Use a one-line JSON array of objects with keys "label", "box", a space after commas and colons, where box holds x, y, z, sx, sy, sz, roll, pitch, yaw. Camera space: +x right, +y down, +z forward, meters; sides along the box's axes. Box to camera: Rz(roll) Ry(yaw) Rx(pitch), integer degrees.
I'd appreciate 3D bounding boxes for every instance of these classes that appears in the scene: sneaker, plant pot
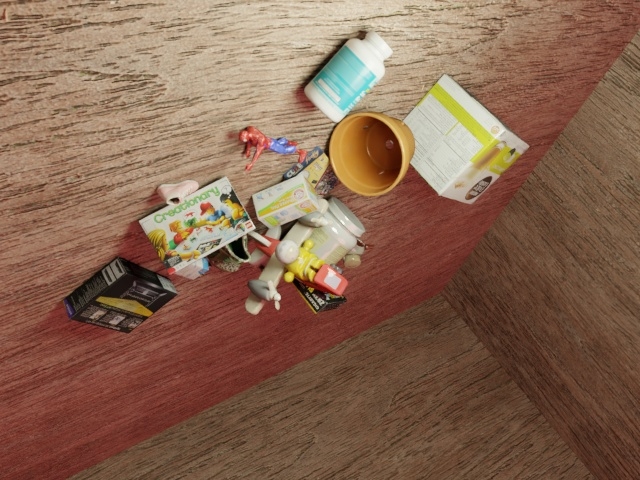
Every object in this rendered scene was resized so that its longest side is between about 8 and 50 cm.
[{"label": "sneaker", "box": [-0.421, -0.140, 1.611, 0.134, 0.070, 0.051, -15, 145, -40]}, {"label": "sneaker", "box": [-0.320, 0.032, 1.895, 0.158, 0.182, 0.410, -28, 154, -18]}, {"label": "plant pot", "box": [0.207, -0.321, 1.885, 0.204, 0.291, 0.290, -31, 159, -50]}]

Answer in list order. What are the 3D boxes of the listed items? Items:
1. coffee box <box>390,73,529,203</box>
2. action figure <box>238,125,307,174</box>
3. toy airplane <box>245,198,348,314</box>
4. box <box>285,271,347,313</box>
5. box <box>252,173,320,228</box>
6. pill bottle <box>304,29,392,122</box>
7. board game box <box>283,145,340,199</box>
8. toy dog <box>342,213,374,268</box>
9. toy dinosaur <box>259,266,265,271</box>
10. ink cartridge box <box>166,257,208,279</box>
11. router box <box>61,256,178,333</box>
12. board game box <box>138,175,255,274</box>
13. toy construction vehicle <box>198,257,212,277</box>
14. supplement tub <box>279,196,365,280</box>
[{"label": "coffee box", "box": [0.544, -0.384, 2.101, 0.334, 0.338, 0.338, -48, 152, 23]}, {"label": "action figure", "box": [-0.174, -0.272, 1.670, 0.139, 0.091, 0.280, -55, 151, 15]}, {"label": "toy airplane", "box": [-0.117, 0.052, 1.954, 0.385, 0.385, 0.272, -14, 160, 6]}, {"label": "box", "box": [-0.023, 0.203, 2.411, 0.079, 0.257, 0.322, -41, 166, 12]}, {"label": "box", "box": [-0.121, -0.137, 1.889, 0.203, 0.103, 0.114, -21, 157, 11]}, {"label": "pill bottle", "box": [0.088, -0.490, 1.572, 0.264, 0.146, 0.146, -44, 154, 16]}, {"label": "board game box", "box": [-0.019, -0.237, 1.984, 0.165, 0.042, 0.243, -39, 154, 5]}, {"label": "toy dog", "box": [0.156, -0.007, 2.436, 0.161, 0.219, 0.333, -15, 164, 5]}, {"label": "toy dinosaur", "box": [-0.208, 0.149, 2.395, 0.112, 0.064, 0.211, -26, 145, 6]}, {"label": "ink cartridge box", "box": [-0.475, 0.087, 1.893, 0.089, 0.052, 0.122, -30, 147, 27]}, {"label": "router box", "box": [-0.681, 0.198, 1.838, 0.243, 0.081, 0.309, -38, 155, 2]}, {"label": "board game box", "box": [-0.385, -0.047, 1.675, 0.306, 0.192, 0.053, -30, -177, -14]}, {"label": "toy construction vehicle", "box": [-0.461, 0.100, 2.013, 0.086, 0.035, 0.098, -33, 154, 17]}, {"label": "supplement tub", "box": [0.000, 0.000, 2.184, 0.325, 0.235, 0.235, -43, 154, 13]}]
